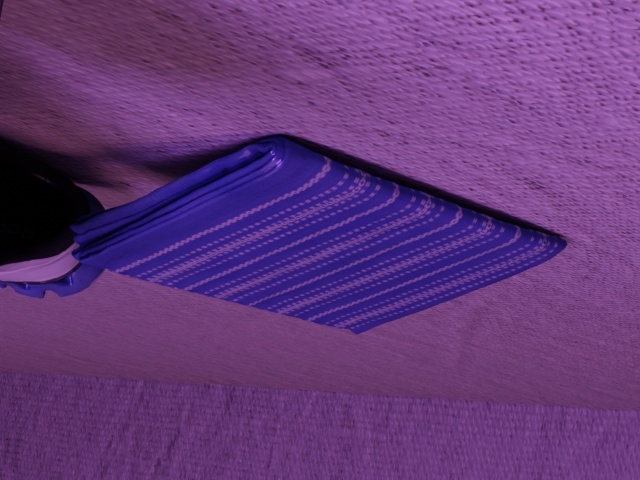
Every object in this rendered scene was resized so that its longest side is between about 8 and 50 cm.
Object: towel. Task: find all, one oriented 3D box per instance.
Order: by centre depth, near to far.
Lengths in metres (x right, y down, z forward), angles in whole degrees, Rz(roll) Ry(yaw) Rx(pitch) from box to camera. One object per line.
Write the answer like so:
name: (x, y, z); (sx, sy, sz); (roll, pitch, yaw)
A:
towel: (0.000, 0.000, 1.356); (0.243, 0.040, 0.336); (-22, 153, 39)

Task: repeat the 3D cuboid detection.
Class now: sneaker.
sneaker: (-0.318, -0.030, 1.348); (0.316, 0.127, 0.182); (2, 167, -8)

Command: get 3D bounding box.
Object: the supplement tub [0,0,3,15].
supplement tub: (-0.274, -0.003, 0.806); (0.207, 0.338, 0.207); (8, 170, 1)
